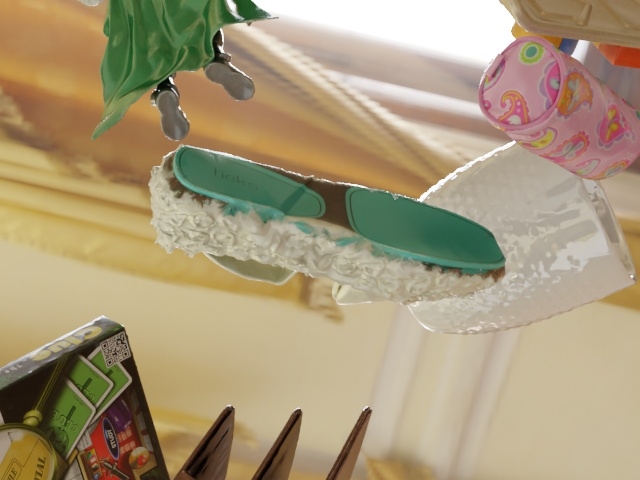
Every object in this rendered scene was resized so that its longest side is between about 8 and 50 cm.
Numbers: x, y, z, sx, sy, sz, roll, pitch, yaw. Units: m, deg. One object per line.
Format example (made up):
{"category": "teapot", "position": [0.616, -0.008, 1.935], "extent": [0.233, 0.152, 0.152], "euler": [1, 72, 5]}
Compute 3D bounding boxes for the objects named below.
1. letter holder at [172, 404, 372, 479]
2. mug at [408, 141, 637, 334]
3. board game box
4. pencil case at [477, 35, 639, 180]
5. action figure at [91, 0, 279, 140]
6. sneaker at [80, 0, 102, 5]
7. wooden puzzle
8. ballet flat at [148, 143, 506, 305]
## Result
{"category": "letter holder", "position": [-0.063, 0.302, 1.549], "extent": [0.214, 0.152, 0.302], "euler": [-56, -13, -36]}
{"category": "mug", "position": [0.305, 0.015, 2.122], "extent": [0.374, 0.328, 0.276], "euler": [31, -141, -62]}
{"category": "board game box", "position": [-0.124, 0.182, 0.664], "extent": [0.030, 0.136, 0.260], "euler": [17, 127, 52]}
{"category": "pencil case", "position": [0.299, -0.156, 1.633], "extent": [0.284, 0.124, 0.124], "euler": [16, -94, -56]}
{"category": "action figure", "position": [-0.097, -0.155, 0.899], "extent": [0.063, 0.137, 0.232], "euler": [56, -170, -37]}
{"category": "sneaker", "position": [-0.316, -0.406, 1.604], "extent": [0.091, 0.094, 0.258], "euler": [-47, -53, -25]}
{"category": "wooden puzzle", "position": [0.343, -0.329, 1.830], "extent": [0.322, 0.347, 0.080], "euler": [-113, 39, -50]}
{"category": "ballet flat", "position": [0.000, 0.000, 1.503], "extent": [0.147, 0.408, 0.147], "euler": [-164, 90, -81]}
